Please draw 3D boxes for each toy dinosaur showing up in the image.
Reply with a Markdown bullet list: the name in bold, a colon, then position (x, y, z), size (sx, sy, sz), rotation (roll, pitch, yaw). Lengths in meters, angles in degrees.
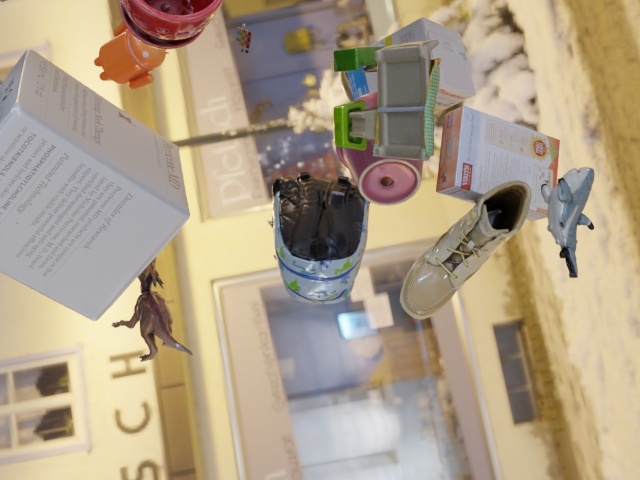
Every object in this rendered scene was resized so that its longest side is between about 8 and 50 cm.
- **toy dinosaur**: position (-0.417, 0.168, 2.185), size (0.296, 0.127, 0.200), rotation (43, 129, 42)

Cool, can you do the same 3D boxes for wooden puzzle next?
- **wooden puzzle**: position (-0.219, -0.579, 2.521), size (0.006, 0.049, 0.083), rotation (-31, -39, -51)

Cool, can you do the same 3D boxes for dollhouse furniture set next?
- **dollhouse furniture set**: position (0.161, -0.252, 1.578), size (0.302, 0.151, 0.197), rotation (16, 110, 60)

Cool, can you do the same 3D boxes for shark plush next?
- **shark plush**: position (0.371, -0.029, 1.285), size (0.073, 0.067, 0.161), rotation (117, 153, -71)

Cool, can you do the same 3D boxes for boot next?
- **boot**: position (0.252, 0.016, 1.531), size (0.095, 0.262, 0.203), rotation (45, 161, 5)

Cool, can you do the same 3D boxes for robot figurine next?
- **robot figurine**: position (-0.511, -0.505, 2.389), size (0.128, 0.220, 0.158), rotation (39, -140, -45)

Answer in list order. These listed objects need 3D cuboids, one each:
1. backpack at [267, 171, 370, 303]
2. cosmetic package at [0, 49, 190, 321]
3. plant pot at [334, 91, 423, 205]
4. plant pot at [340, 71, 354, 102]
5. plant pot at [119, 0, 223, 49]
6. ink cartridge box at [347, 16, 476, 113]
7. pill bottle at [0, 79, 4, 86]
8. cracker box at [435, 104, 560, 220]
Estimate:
- **backpack**: position (0.000, 0.000, 2.375), size (0.355, 0.290, 0.273), rotation (-100, 17, -64)
- **cosmetic package**: position (-0.532, -0.114, 1.822), size (0.394, 0.327, 0.329), rotation (34, -162, -29)
- **plant pot**: position (0.134, -0.177, 1.824), size (0.201, 0.202, 0.180), rotation (76, -174, -45)
- **plant pot**: position (0.126, -0.402, 2.510), size (0.236, 0.032, 0.236), rotation (44, -154, -28)
- **plant pot**: position (-0.274, -0.455, 1.617), size (0.174, 0.191, 0.191), rotation (144, 117, -72)
- **ink cartridge box**: position (0.212, -0.385, 2.074), size (0.171, 0.233, 0.168), rotation (4, -110, -49)
- **pill bottle**: position (-0.858, -0.342, 2.251), size (0.283, 0.161, 0.161), rotation (37, 173, 12)
- **cracker box**: position (0.331, -0.140, 1.635), size (0.067, 0.232, 0.155), rotation (-16, 62, 61)
